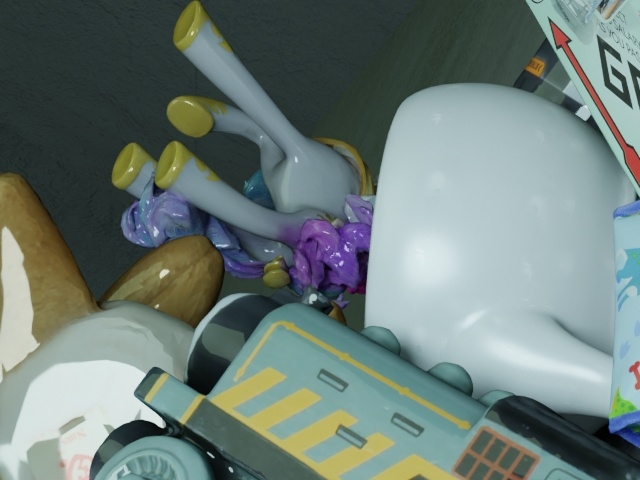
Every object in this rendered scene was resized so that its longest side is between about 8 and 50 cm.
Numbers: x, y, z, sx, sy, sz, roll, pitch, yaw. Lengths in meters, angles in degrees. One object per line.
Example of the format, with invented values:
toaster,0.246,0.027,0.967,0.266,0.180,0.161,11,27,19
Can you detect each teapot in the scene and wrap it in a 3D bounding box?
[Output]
teapot,0.134,0.025,1.118,0.252,0.187,0.256,72,-157,-65

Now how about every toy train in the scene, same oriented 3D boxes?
toy train,0.026,0.144,0.943,0.334,0.142,0.190,27,76,41

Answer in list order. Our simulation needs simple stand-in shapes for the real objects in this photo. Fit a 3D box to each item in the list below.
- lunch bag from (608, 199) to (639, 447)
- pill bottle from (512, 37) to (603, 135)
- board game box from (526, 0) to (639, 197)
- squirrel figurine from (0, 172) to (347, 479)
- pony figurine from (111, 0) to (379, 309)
lunch bag,0.211,0.029,0.854,0.151,0.096,0.129,-21,48,36
pill bottle,0.169,-0.044,1.340,0.246,0.130,0.130,-56,8,5
board game box,0.237,-0.120,1.015,0.213,0.046,0.317,-53,38,28
squirrel figurine,-0.125,0.192,1.266,0.370,0.281,0.397,46,-115,-78
pony figurine,0.000,0.000,1.644,0.303,0.363,0.351,-41,31,35
